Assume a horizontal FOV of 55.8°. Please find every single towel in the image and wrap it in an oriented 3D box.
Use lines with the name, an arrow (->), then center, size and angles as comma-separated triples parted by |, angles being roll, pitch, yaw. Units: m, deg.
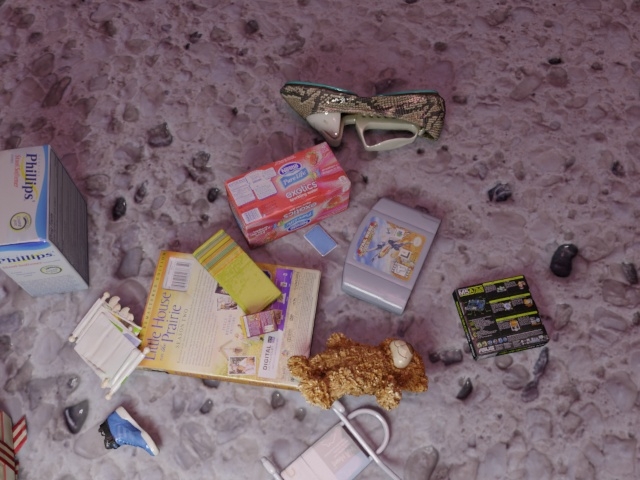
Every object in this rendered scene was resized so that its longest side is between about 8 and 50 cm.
towel -> -0.209, 0.082, 1.509 | 0.102, 0.021, 0.237 | -41, 72, -13

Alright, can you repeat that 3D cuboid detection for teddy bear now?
teddy bear -> 0.089, 0.288, 1.371 | 0.337, 0.245, 0.113 | 2, 107, -7

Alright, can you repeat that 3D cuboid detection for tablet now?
tablet -> 0.000, 0.000, 1.628 | 0.054, 0.006, 0.083 | -38, 71, -18

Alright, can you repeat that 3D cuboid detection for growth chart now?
growth chart -> -0.506, 0.240, 1.451 | 0.172, 0.021, 0.237 | -46, 58, -7

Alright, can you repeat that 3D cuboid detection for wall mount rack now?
wall mount rack -> 0.045, 0.525, 1.302 | 0.350, 0.130, 0.304 | -38, 70, -17

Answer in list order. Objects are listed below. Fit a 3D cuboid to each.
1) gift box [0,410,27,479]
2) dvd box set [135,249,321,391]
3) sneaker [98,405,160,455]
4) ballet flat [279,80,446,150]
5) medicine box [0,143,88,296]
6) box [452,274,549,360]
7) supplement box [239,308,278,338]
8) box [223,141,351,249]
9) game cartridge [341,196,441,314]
gift box -> -0.784, 0.449, 1.264 | 0.255, 0.258, 0.276 | -18, 46, -7
dvd box set -> -0.223, 0.195, 1.498 | 0.420, 0.062, 0.308 | 6, 64, 2
sneaker -> -0.438, 0.453, 1.367 | 0.152, 0.058, 0.084 | 38, 63, 21
ballet flat -> 0.118, -0.349, 1.733 | 0.482, 0.164, 0.182 | 4, 84, -1
medicine box -> -0.684, -0.041, 1.478 | 0.149, 0.289, 0.264 | -9, 64, -5
box -> 0.450, 0.192, 1.521 | 0.190, 0.045, 0.184 | -12, 62, -6
supplement box -> -0.146, 0.197, 1.433 | 0.083, 0.043, 0.055 | -12, 83, -7
box -> -0.086, -0.119, 1.609 | 0.299, 0.142, 0.154 | -24, 67, -12
game cartridge -> 0.178, 0.029, 1.592 | 0.198, 0.062, 0.297 | 24, 66, 6
